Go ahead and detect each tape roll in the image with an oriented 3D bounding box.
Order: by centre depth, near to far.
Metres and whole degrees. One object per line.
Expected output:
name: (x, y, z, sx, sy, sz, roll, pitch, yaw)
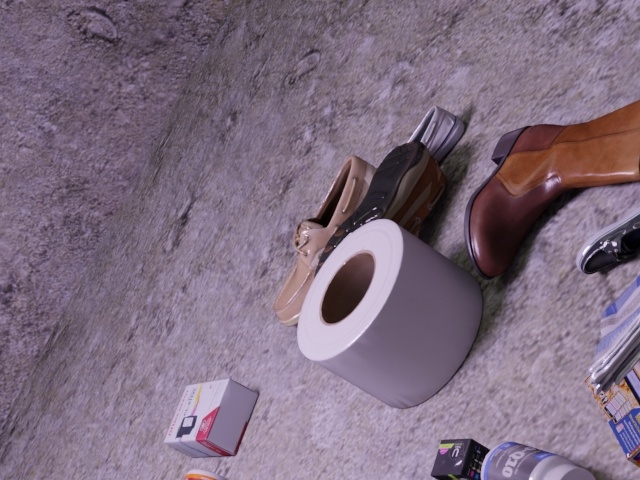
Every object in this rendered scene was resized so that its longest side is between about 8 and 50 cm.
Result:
tape roll: (0.103, 0.111, 1.761, 0.246, 0.169, 0.246, -42, 29, 30)

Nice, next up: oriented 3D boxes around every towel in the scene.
towel: (0.381, 0.053, 1.299, 0.209, 0.034, 0.285, -54, -7, 19)

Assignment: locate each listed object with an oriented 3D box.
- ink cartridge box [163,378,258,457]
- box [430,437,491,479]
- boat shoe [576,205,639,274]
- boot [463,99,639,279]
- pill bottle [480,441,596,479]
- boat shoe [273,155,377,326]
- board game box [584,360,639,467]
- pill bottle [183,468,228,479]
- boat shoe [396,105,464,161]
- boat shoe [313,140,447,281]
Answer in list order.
ink cartridge box: (-0.210, 0.338, 2.186, 0.175, 0.072, 0.127, -18, 46, 54)
box: (0.195, 0.293, 1.473, 0.062, 0.083, 0.052, -20, 44, 54)
boat shoe: (0.392, 0.002, 1.500, 0.142, 0.049, 0.040, -42, 29, 26)
boot: (0.354, -0.070, 1.653, 0.280, 0.096, 0.264, -8, 45, 50)
pill bottle: (0.259, 0.287, 1.367, 0.137, 0.078, 0.078, 3, 63, 62)
boat shoe: (0.000, 0.000, 2.155, 0.341, 0.110, 0.121, -57, 24, -1)
board game box: (0.403, 0.147, 1.308, 0.193, 0.045, 0.147, -48, 26, 19)
pill bottle: (-0.215, 0.483, 2.007, 0.086, 0.086, 0.152, -25, 40, 49)
boat shoe: (0.161, -0.144, 2.071, 0.226, 0.076, 0.083, -54, 24, 7)
boat shoe: (0.114, -0.014, 1.947, 0.324, 0.120, 0.122, -56, 26, -12)
